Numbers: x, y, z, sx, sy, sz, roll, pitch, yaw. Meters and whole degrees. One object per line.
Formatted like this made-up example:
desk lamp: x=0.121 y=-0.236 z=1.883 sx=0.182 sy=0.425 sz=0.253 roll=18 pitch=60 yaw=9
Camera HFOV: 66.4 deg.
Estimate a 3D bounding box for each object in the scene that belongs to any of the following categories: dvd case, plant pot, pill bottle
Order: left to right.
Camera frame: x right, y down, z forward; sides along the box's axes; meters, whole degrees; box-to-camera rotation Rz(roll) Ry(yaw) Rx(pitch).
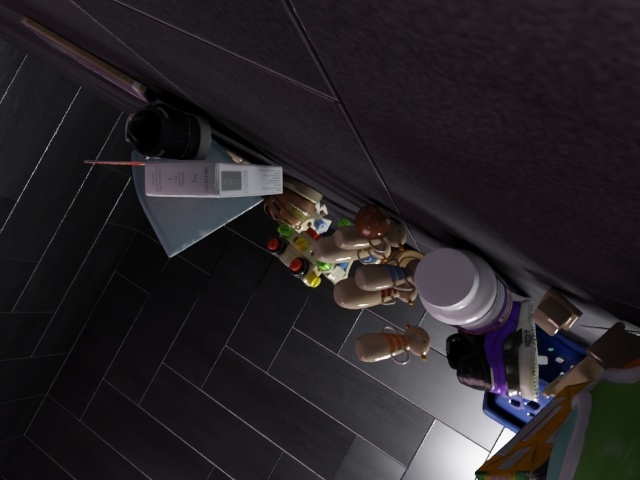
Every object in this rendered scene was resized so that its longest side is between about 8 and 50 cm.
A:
dvd case: x=-0.416 y=-0.324 z=0.912 sx=0.221 sy=0.018 sz=0.164 roll=29 pitch=180 yaw=-13
plant pot: x=-0.310 y=-0.140 z=1.181 sx=0.252 sy=0.247 sz=0.248 roll=59 pitch=175 yaw=-9
pill bottle: x=0.206 y=0.073 z=0.710 sx=0.108 sy=0.108 sz=0.193 roll=29 pitch=180 yaw=35
plant pot: x=0.554 y=0.372 z=1.243 sx=0.236 sy=0.212 sz=0.236 roll=30 pitch=-146 yaw=8

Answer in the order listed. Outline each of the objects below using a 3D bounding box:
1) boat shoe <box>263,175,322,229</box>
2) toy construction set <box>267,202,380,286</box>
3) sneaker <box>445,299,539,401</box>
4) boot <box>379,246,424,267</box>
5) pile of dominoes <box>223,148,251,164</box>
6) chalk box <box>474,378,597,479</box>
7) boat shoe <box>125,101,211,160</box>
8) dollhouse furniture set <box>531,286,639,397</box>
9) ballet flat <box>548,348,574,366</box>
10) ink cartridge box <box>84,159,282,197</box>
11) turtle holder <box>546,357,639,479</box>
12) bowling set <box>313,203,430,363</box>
boat shoe: x=-0.097 y=-0.099 z=1.189 sx=0.111 sy=0.104 sz=0.307 roll=29 pitch=180 yaw=-18
toy construction set: x=0.000 y=0.000 z=1.206 sx=0.151 sy=0.215 sz=0.328 roll=44 pitch=176 yaw=-34
sneaker: x=0.291 y=0.172 z=0.838 sx=0.146 sy=0.102 sz=0.293 roll=-5 pitch=-173 yaw=23
boot: x=0.170 y=0.034 z=1.301 sx=0.220 sy=0.109 sz=0.283 roll=34 pitch=-171 yaw=26
pile of dominoes: x=-0.243 y=-0.219 z=1.467 sx=0.196 sy=0.040 sz=0.251 roll=29 pitch=-179 yaw=-15
chalk box: x=0.340 y=0.304 z=0.491 sx=0.289 sy=0.180 sz=0.179 roll=52 pitch=165 yaw=18
boat shoe: x=-0.310 y=-0.207 z=0.908 sx=0.091 sy=0.114 sz=0.303 roll=1 pitch=-172 yaw=-41
dollhouse furniture set: x=0.448 y=0.221 z=0.664 sx=0.355 sy=0.174 sz=0.303 roll=48 pitch=163 yaw=27
ballet flat: x=0.738 y=0.330 z=1.398 sx=0.068 sy=0.072 sz=0.213 roll=-8 pitch=-154 yaw=-39
ink cartridge box: x=-0.225 y=-0.110 z=0.871 sx=0.239 sy=0.060 sz=0.275 roll=2 pitch=-173 yaw=16
turtle holder: x=0.272 y=0.219 z=0.299 sx=0.227 sy=0.244 sz=0.320 roll=36 pitch=-150 yaw=-85
bowling set: x=0.113 y=0.038 z=0.792 sx=0.154 sy=0.199 sz=0.287 roll=-2 pitch=-133 yaw=-23
